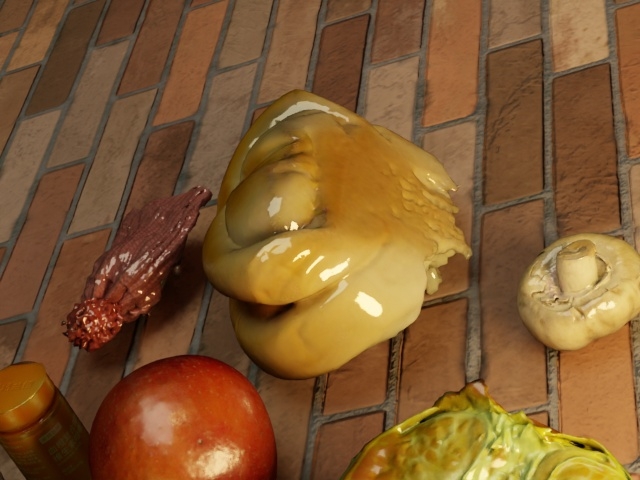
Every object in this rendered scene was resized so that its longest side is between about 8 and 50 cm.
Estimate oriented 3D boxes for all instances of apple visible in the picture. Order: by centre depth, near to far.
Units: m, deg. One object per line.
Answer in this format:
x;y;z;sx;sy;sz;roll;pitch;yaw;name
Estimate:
-0.156;0.241;1.815;0.218;0.218;0.201;-26;58;2;apple

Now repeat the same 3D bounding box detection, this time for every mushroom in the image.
0.299;0.055;1.833;0.154;0.122;0.154;-13;40;11;mushroom

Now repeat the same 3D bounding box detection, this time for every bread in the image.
0.011;-0.019;2.020;0.329;0.245;0.424;-15;31;17;bread

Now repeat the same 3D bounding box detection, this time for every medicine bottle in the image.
-0.336;0.246;1.951;0.096;0.192;0.096;-18;34;12;medicine bottle

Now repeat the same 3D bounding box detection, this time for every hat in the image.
-0.268;0.053;2.248;0.236;0.107;0.286;-34;19;46;hat

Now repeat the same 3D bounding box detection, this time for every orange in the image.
0.150;0.297;1.527;0.334;0.196;0.262;15;39;26;orange

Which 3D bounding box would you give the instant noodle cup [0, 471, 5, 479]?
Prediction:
-0.456;0.356;1.883;0.207;0.217;0.217;-27;33;-12;instant noodle cup
